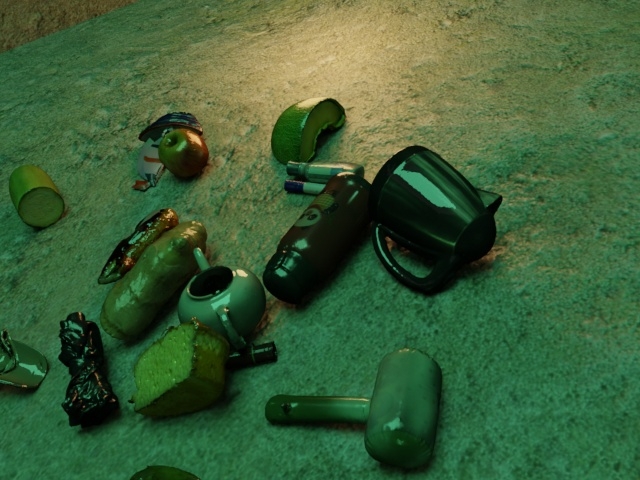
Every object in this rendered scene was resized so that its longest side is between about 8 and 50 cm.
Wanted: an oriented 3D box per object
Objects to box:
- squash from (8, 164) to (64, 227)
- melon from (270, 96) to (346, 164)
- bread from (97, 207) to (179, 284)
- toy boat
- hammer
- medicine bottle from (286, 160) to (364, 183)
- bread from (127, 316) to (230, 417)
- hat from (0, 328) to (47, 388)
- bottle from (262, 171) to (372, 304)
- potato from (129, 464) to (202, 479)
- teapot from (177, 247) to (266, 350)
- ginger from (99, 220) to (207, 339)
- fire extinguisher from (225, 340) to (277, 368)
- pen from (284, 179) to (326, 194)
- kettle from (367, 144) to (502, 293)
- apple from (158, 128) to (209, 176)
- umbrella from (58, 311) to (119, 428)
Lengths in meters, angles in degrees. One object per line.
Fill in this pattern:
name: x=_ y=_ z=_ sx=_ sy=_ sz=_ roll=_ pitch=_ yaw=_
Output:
squash: x=-0.861 y=-0.147 z=1.935 sx=0.133 sy=0.132 sz=0.247 roll=-33 pitch=41 yaw=-16
melon: x=-0.063 y=-0.338 z=1.863 sx=0.169 sy=0.129 sz=0.265 roll=11 pitch=50 yaw=33
bread: x=-0.448 y=0.018 z=1.626 sx=0.139 sy=0.095 sz=0.268 roll=-26 pitch=28 yaw=42
toy boat: x=-0.507 y=-0.281 z=2.015 sx=0.219 sy=0.072 sz=0.318 roll=21 pitch=64 yaw=32
hammer: x=0.046 y=0.297 z=1.164 sx=0.336 sy=0.118 sz=0.206 roll=-6 pitch=41 yaw=23
medicine bottle: x=0.009 y=-0.182 z=1.711 sx=0.209 sy=0.053 sz=0.090 roll=9 pitch=24 yaw=27
bread: x=-0.263 y=0.262 z=1.267 sx=0.229 sy=0.140 sz=0.143 roll=-35 pitch=41 yaw=33
hat: x=-0.706 y=0.296 z=1.457 sx=0.175 sy=0.084 sz=0.147 roll=22 pitch=40 yaw=8
bottle: x=0.000 y=0.000 z=1.467 sx=0.144 sy=0.143 sz=0.336 roll=16 pitch=54 yaw=32
potato: x=-0.240 y=0.454 z=1.096 sx=0.226 sy=0.090 sz=0.117 roll=14 pitch=65 yaw=27
teapot: x=-0.216 y=0.131 z=1.395 sx=0.193 sy=0.129 sz=0.294 roll=-26 pitch=33 yaw=-7
ginger: x=-0.378 y=0.082 z=1.508 sx=0.354 sy=0.126 sz=0.190 roll=-57 pitch=12 yaw=-27
fire extinguisher: x=-0.158 y=0.239 z=1.337 sx=0.132 sy=0.039 sz=0.056 roll=-13 pitch=51 yaw=6
pen: x=0.026 y=-0.129 z=1.675 sx=0.269 sy=0.033 sz=0.033 roll=10 pitch=49 yaw=27
kettle: x=0.246 y=-0.047 z=1.391 sx=0.251 sy=0.207 sz=0.271 roll=-31 pitch=51 yaw=-24
apple: x=-0.395 y=-0.252 z=1.888 sx=0.147 sy=0.146 sz=0.146 roll=-10 pitch=42 yaw=9
umbrella: x=-0.501 y=0.266 z=1.371 sx=0.110 sy=0.122 sz=0.272 roll=-39 pitch=50 yaw=10
